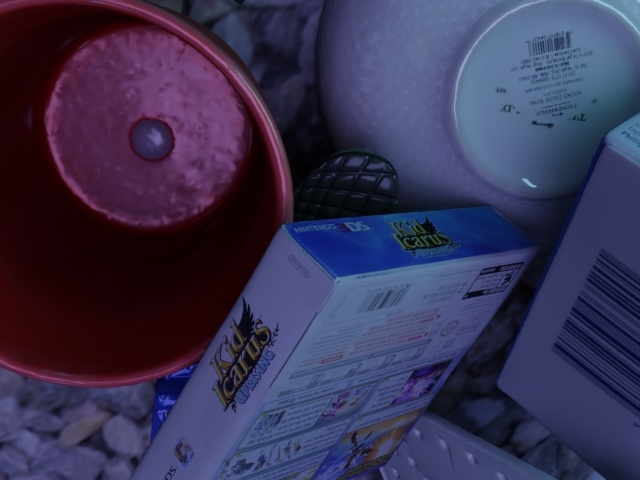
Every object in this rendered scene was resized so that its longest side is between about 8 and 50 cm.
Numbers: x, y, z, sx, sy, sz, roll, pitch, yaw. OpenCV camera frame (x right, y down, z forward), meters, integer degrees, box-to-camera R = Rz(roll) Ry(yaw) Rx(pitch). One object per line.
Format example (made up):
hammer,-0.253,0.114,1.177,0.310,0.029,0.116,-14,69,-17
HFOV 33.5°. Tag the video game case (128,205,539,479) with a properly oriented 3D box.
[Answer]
video game case,0.014,0.091,0.770,0.061,0.269,0.244,44,117,27

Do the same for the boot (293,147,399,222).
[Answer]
boot,0.000,0.000,0.877,0.083,0.161,0.246,19,124,-3

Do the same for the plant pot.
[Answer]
plant pot,-0.148,-0.060,0.789,0.274,0.243,0.275,1,107,3

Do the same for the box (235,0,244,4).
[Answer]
box,-0.081,-0.262,0.799,0.116,0.029,0.162,-49,141,14

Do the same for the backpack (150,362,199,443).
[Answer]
backpack,-0.091,0.142,0.969,0.120,0.098,0.101,6,108,-7

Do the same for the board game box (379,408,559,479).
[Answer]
board game box,0.199,0.312,0.927,0.050,0.390,0.390,-31,114,-21

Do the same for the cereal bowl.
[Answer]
cereal bowl,0.168,-0.130,0.861,0.338,0.141,0.339,-2,113,-4

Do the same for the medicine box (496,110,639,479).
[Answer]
medicine box,0.306,0.009,0.809,0.289,0.149,0.263,-30,147,-36
